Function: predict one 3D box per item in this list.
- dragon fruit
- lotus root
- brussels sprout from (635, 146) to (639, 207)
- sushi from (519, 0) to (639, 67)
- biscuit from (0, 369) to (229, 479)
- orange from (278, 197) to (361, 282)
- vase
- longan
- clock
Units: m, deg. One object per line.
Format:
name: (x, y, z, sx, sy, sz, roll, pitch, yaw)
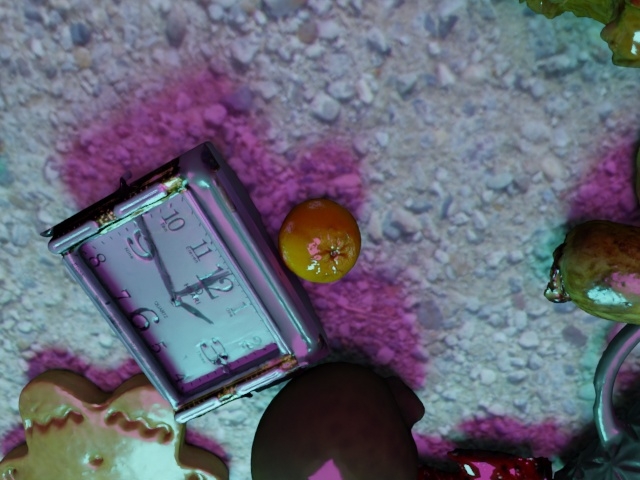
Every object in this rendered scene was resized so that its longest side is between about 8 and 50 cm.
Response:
dragon fruit: (0.165, 0.291, 0.620, 0.192, 0.092, 0.122, 18, 122, 2)
lotus root: (0.310, 0.037, 0.512, 0.191, 0.108, 0.094, 11, 107, 21)
brussels sprout: (0.369, -0.059, 0.488, 0.151, 0.122, 0.149, 36, 103, -12)
sushi: (0.229, -0.227, 0.382, 0.348, 0.234, 0.207, 44, 109, 11)
biscuit: (-0.248, 0.316, 0.671, 0.275, 0.052, 0.355, 5, 108, 0)
orange: (0.000, 0.000, 0.540, 0.083, 0.070, 0.083, -3, 100, -21)
vase: (0.380, 0.196, 0.575, 0.251, 0.156, 0.301, 43, 111, 4)
longan: (0.025, 0.210, 0.574, 0.204, 0.159, 0.185, -23, 118, -30)
clock: (-0.126, 0.045, 0.556, 0.186, 0.083, 0.253, -26, 107, 9)
